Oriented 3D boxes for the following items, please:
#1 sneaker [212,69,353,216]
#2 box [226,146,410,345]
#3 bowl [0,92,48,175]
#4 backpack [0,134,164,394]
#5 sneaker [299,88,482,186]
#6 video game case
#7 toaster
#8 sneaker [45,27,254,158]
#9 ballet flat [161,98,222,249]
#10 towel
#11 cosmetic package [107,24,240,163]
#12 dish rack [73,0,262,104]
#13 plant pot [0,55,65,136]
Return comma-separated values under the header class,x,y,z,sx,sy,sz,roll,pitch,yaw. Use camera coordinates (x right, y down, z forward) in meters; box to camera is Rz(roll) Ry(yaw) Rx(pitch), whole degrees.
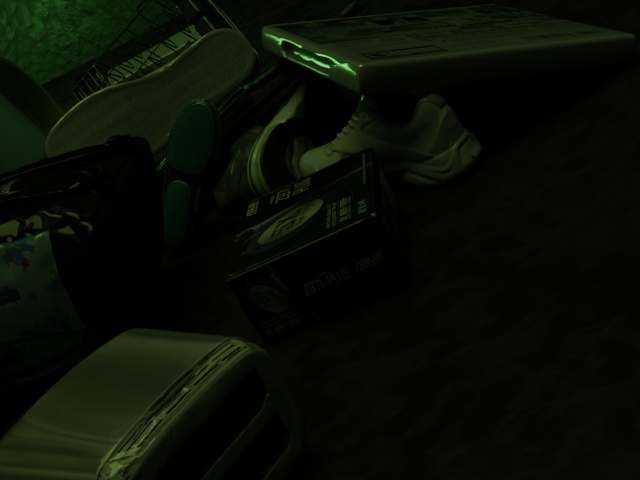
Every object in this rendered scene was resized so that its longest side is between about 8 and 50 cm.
class,x,y,z,sx,sy,sz,roll,pitch,yaw
sneaker,-0.048,-0.129,1.322,0.121,0.111,0.300,-20,20,31
box,0.000,0.000,1.000,0.147,0.077,0.180,-24,22,13
bowl,-0.468,-0.055,1.478,0.311,0.163,0.311,-155,90,-83
backpack,-0.354,0.045,1.135,0.355,0.273,0.290,-6,24,2
sneaker,0.061,-0.117,1.141,0.232,0.115,0.090,-8,28,41
video game case,0.134,-0.225,1.207,0.329,0.036,0.300,-10,22,-20
toaster,-0.114,0.147,0.740,0.146,0.129,0.227,-3,30,40
sneaker,-0.225,-0.159,1.380,0.292,0.108,0.169,-33,3,-18
ballet flat,-0.154,-0.082,1.270,0.070,0.188,0.070,17,16,-5
towel,-0.113,-0.182,1.457,0.370,0.040,0.271,-32,11,50
cosmetic package,-0.236,-0.248,1.752,0.184,0.151,0.151,-30,21,-1
dish rack,-0.243,-0.244,1.587,0.271,0.208,0.074,-45,-25,15
plant pot,-0.600,-0.146,1.858,0.254,0.276,0.276,-35,19,14
